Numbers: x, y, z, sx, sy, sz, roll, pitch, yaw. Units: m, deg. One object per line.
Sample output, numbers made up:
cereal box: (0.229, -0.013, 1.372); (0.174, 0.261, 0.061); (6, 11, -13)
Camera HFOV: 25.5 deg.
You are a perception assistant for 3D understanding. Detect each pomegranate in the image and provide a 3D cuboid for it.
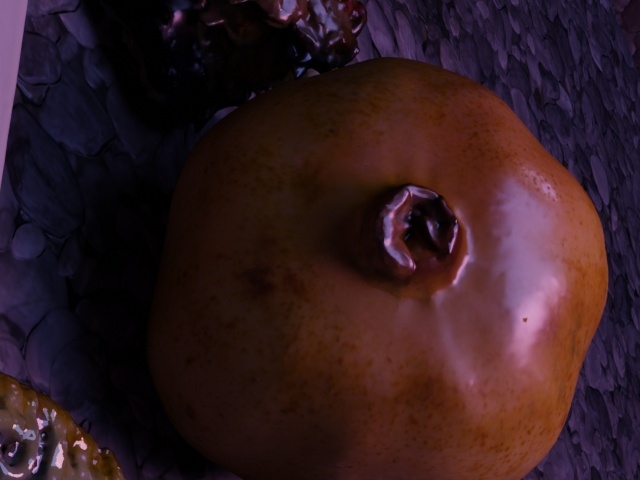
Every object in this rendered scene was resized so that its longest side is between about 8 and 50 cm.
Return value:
pomegranate: (0.049, 0.044, 1.224); (0.416, 0.416, 0.417); (36, 47, -51)

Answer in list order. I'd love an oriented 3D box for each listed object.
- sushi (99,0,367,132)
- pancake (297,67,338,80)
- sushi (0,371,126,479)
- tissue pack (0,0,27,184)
sushi: (-0.073, -0.234, 1.343); (0.225, 0.218, 0.238); (51, 37, -46)
pancake: (0.055, -0.081, 1.687); (0.376, 0.054, 0.197); (68, 28, -16)
sushi: (-0.228, 0.194, 0.930); (0.274, 0.139, 0.184); (54, 34, -38)
tissue pack: (-0.300, -0.118, 0.749); (0.266, 0.194, 0.356); (30, 53, -47)
